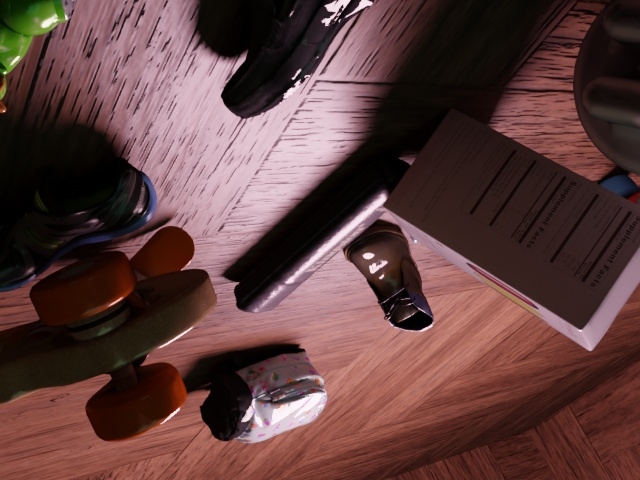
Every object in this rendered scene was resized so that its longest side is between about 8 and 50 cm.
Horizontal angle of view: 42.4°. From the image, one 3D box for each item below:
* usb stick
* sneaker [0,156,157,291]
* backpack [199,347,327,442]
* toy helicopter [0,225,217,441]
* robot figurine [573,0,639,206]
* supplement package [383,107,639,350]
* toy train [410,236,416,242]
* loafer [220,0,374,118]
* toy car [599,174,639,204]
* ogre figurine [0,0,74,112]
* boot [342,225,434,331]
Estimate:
[{"bbox_3d":[0.000,0.000,0.973,0.278,0.045,0.077,-42,152,30],"label":"usb stick"},{"bbox_3d":[-0.235,-0.019,0.702,0.188,0.067,0.078,-26,142,-5],"label":"sneaker"},{"bbox_3d":[-0.083,0.245,1.300,0.182,0.115,0.152,-11,149,-35],"label":"backpack"},{"bbox_3d":[-0.258,0.088,0.793,0.355,0.140,0.235,-15,-164,22],"label":"toy helicopter"},{"bbox_3d":[0.391,-0.157,0.836,0.353,0.200,0.300,-1,110,-51],"label":"robot figurine"},{"bbox_3d":[0.215,-0.011,0.880,0.134,0.244,0.139,-55,152,-1],"label":"supplement package"},{"bbox_3d":[0.207,-0.017,1.138,0.166,0.046,0.125,-24,156,-2],"label":"toy train"},{"bbox_3d":[-0.018,-0.173,0.597,0.078,0.076,0.223,30,137,-19],"label":"loafer"},{"bbox_3d":[0.508,-0.070,1.152,0.210,0.219,0.238,-26,141,3],"label":"toy car"},{"bbox_3d":[-0.218,-0.130,0.457,0.197,0.097,0.118,-47,133,10],"label":"ogre figurine"},{"bbox_3d":[0.102,0.054,1.104,0.082,0.106,0.219,-32,155,12],"label":"boot"}]
